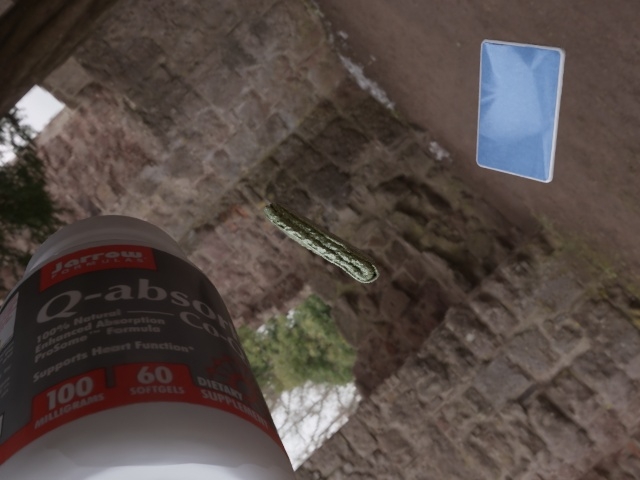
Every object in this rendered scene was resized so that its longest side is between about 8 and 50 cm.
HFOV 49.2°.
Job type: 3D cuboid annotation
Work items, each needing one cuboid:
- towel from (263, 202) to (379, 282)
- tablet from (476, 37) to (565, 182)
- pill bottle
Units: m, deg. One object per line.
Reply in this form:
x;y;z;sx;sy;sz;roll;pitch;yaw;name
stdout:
0.000;0.000;0.795;0.148;0.027;0.110;31;-176;0;towel
0.121;-0.079;0.428;0.054;0.006;0.083;21;128;39;tablet
-0.161;0.124;0.567;0.210;0.210;0.363;44;-176;-31;pill bottle
